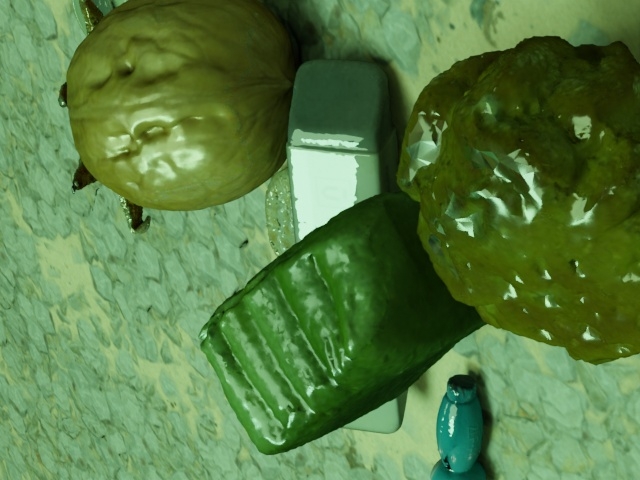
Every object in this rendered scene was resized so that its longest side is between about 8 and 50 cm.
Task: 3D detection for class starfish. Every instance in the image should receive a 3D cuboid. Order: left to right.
[{"bbox_3d":[-0.200,-0.118,1.597,0.043,0.227,0.241,-11,99,13],"label":"starfish"}]

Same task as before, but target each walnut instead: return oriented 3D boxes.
[{"bbox_3d":[-0.116,-0.123,1.459,0.221,0.195,0.195,-8,107,35],"label":"walnut"}]

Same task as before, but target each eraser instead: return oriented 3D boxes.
[{"bbox_3d":[0.028,0.011,1.446,0.089,0.061,0.352,6,123,21],"label":"eraser"}]

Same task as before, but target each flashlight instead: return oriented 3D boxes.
[{"bbox_3d":[0.125,0.178,1.469,0.051,0.051,0.129,32,132,40],"label":"flashlight"}]

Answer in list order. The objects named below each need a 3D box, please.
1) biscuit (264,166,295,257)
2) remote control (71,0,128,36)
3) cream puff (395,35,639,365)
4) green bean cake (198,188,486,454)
[{"bbox_3d":[0.000,0.000,1.538,0.152,0.020,0.152,30,134,37],"label":"biscuit"},{"bbox_3d":[-0.175,-0.235,1.600,0.221,0.042,0.078,-3,112,57],"label":"remote control"},{"bbox_3d":[0.173,-0.027,1.102,0.244,0.196,0.244,37,142,36],"label":"cream puff"},{"bbox_3d":[0.042,0.048,1.269,0.222,0.248,0.125,-41,79,37],"label":"green bean cake"}]
